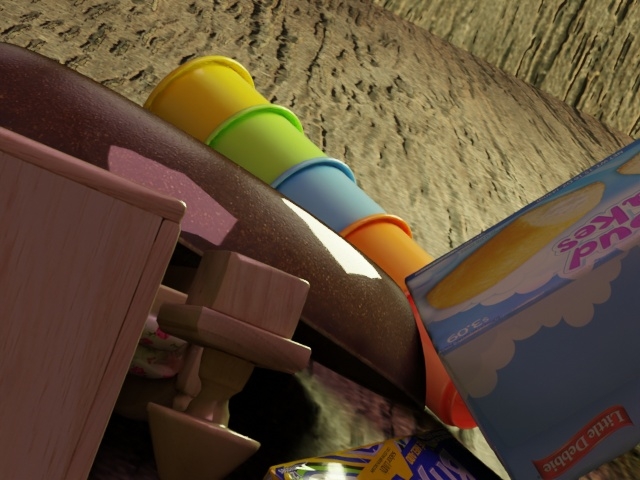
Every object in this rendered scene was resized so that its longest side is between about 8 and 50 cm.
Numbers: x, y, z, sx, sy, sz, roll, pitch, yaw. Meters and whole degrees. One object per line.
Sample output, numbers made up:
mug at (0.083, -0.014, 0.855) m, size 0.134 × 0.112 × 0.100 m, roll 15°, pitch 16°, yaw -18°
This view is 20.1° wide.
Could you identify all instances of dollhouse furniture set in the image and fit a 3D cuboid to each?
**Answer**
dollhouse furniture set at (-0.197, 0.041, 0.678) m, size 0.303 × 0.174 × 0.355 m, roll 23°, pitch -8°, yaw -22°

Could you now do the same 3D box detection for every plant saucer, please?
plant saucer at (-0.071, -0.014, 0.891) m, size 0.310 × 0.050 × 0.310 m, roll 32°, pitch -6°, yaw 4°

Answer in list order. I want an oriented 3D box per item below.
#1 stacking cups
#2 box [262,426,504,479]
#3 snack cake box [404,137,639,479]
stacking cups at (0.000, 0.000, 1.118) m, size 0.096 × 0.096 × 0.316 m, roll 13°, pitch 24°, yaw -46°
box at (0.023, 0.126, 0.776) m, size 0.054 × 0.059 × 0.169 m, roll 40°, pitch 18°, yaw 22°
snack cake box at (0.180, 0.004, 0.862) m, size 0.089 × 0.264 × 0.152 m, roll 59°, pitch 3°, yaw -11°
